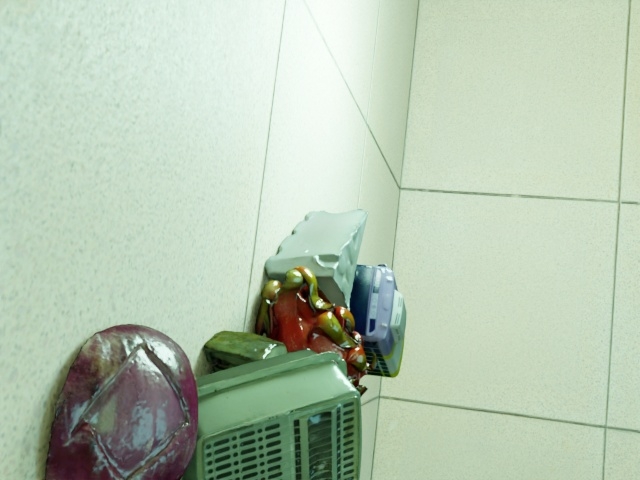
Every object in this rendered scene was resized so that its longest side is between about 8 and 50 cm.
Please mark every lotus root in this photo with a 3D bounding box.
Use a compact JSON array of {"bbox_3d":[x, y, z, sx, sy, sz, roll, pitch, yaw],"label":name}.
[{"bbox_3d":[-0.120,0.250,1.200,0.138,0.119,0.235,-68,155,-50],"label":"lotus root"}]

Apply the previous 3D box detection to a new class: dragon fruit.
[{"bbox_3d":[-0.023,0.215,1.380,0.243,0.227,0.307,16,83,-38],"label":"dragon fruit"}]

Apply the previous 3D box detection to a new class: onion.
[{"bbox_3d":[-0.218,0.229,0.825,0.247,0.111,0.250,48,50,-73],"label":"onion"}]

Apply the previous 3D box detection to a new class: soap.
[{"bbox_3d":[0.000,0.000,1.543,0.258,0.159,0.302,64,32,-60],"label":"soap"}]

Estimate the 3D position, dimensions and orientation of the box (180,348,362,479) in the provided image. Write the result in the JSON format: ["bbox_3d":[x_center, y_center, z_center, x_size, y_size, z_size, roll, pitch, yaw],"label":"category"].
[{"bbox_3d":[-0.082,0.293,1.027,0.166,0.290,0.221,36,-49,56],"label":"box"}]

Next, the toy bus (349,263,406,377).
[{"bbox_3d":[0.106,0.221,1.828,0.440,0.249,0.209,66,32,-63],"label":"toy bus"}]
